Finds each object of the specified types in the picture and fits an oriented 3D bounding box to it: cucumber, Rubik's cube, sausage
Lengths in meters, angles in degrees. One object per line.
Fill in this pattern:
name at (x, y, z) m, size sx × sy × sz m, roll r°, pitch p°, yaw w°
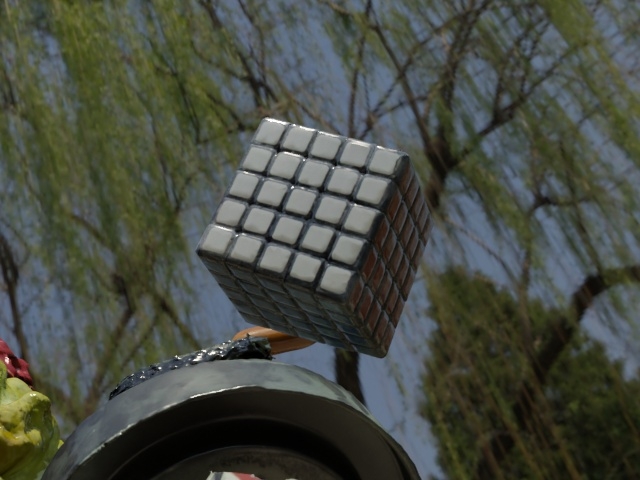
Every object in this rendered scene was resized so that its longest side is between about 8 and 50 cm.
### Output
cucumber at (-0.132, 0.138, 1.109) m, size 0.182 × 0.053 × 0.053 m, roll -19°, pitch -39°, yaw 2°
Rubik's cube at (0.000, 0.000, 1.547) m, size 0.237 × 0.238 × 0.237 m, roll 15°, pitch -22°, yaw 21°
sausage at (-0.077, 0.169, 1.906) m, size 0.183 × 0.062 × 0.054 m, roll -12°, pitch -29°, yaw 8°

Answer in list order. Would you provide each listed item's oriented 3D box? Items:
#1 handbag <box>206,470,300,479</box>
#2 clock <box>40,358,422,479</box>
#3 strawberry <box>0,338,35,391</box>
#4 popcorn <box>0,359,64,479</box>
handbag at (-0.055, 0.244, 0.560) m, size 0.171 × 0.151 × 0.298 m, roll -47°, pitch -15°, yaw -29°
clock at (-0.071, 0.235, 0.837) m, size 0.313 × 0.061 × 0.312 m, roll -6°, pitch -66°, yaw -15°
strawberry at (-0.499, 0.203, 1.261) m, size 0.318 × 0.295 × 0.345 m, roll -12°, pitch -11°, yaw -8°
popcorn at (-0.359, 0.233, 1.009) m, size 0.312 × 0.312 × 0.312 m, roll -13°, pitch -41°, yaw -12°
